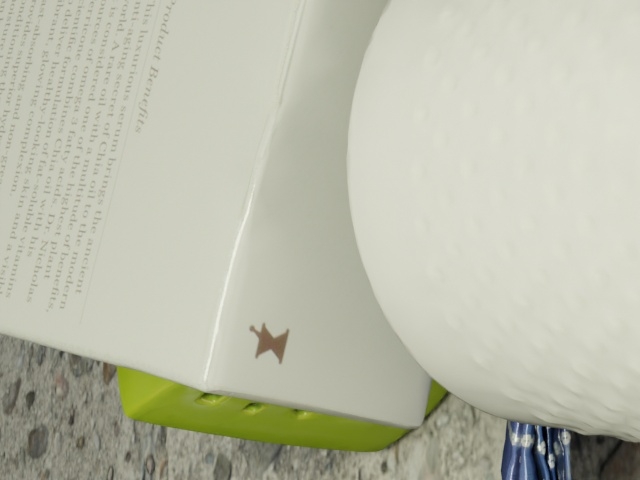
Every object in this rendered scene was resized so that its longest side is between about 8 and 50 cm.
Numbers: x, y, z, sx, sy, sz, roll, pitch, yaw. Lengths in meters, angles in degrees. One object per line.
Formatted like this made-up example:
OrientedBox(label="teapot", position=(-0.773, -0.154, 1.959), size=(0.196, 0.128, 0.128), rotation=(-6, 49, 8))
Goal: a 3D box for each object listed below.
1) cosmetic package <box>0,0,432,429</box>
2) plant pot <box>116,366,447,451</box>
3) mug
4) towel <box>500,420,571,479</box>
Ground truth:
OrientedBox(label="cosmetic package", position=(-0.119, -0.042, 1.168), size=(0.453, 0.161, 0.230), rotation=(10, 85, 50))
OrientedBox(label="plant pot", position=(0.000, 0.000, 1.310), size=(0.207, 0.228, 0.227), rotation=(-35, 54, 46))
OrientedBox(label="mug", position=(0.203, -0.081, 0.858), size=(0.328, 0.276, 0.374), rotation=(2, 114, 54))
OrientedBox(label="towel", position=(0.142, -0.007, 1.138), size=(0.243, 0.040, 0.336), rotation=(30, -114, -85))
